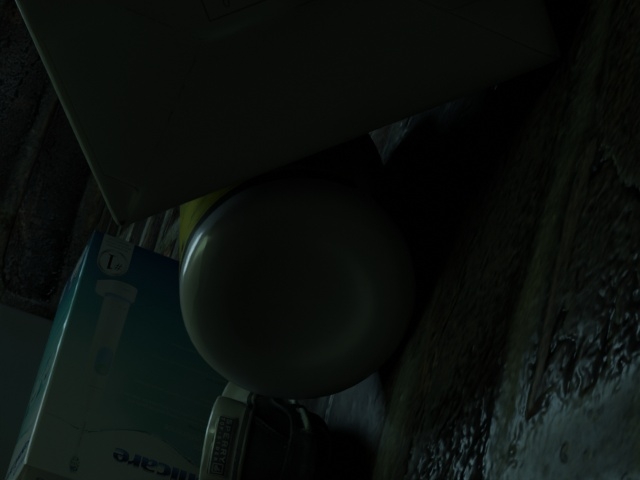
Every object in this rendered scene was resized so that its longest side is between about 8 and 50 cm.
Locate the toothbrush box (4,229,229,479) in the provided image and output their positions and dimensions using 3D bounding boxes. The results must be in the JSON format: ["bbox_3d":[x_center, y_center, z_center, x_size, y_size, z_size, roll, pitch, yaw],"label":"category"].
[{"bbox_3d":[-0.186,0.167,1.594,0.126,0.216,0.295,126,159,-47],"label":"toothbrush box"}]

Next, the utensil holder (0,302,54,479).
[{"bbox_3d":[-0.378,0.244,1.855,0.327,0.386,0.327,-158,90,-76],"label":"utensil holder"}]

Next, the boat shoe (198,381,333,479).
[{"bbox_3d":[-0.041,0.174,1.282,0.301,0.102,0.108,104,177,-82],"label":"boat shoe"}]

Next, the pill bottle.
[{"bbox_3d":[-0.028,-0.019,1.328,0.334,0.188,0.188,-100,34,-66],"label":"pill bottle"}]

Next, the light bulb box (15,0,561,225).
[{"bbox_3d":[-0.042,-0.219,1.241,0.361,0.358,0.225,-110,-1,-70],"label":"light bulb box"}]
